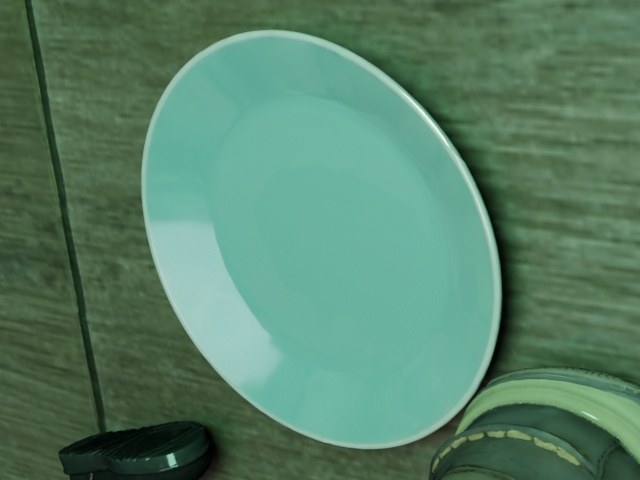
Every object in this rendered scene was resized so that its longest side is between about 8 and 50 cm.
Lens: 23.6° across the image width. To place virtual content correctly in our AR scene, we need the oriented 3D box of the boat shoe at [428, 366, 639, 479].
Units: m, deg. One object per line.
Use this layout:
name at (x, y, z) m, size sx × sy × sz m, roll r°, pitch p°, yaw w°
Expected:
boat shoe at (0.115, 0.228, 0.592) m, size 0.132 × 0.130 × 0.355 m, roll -18°, pitch 98°, yaw 43°

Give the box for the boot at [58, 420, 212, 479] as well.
boot at (-0.082, 0.145, 0.772) m, size 0.121 × 0.045 × 0.099 m, roll -13°, pitch 100°, yaw 49°

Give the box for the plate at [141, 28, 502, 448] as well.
plate at (0.000, 0.000, 0.651) m, size 0.188 × 0.024 × 0.188 m, roll 17°, pitch 120°, yaw 33°
